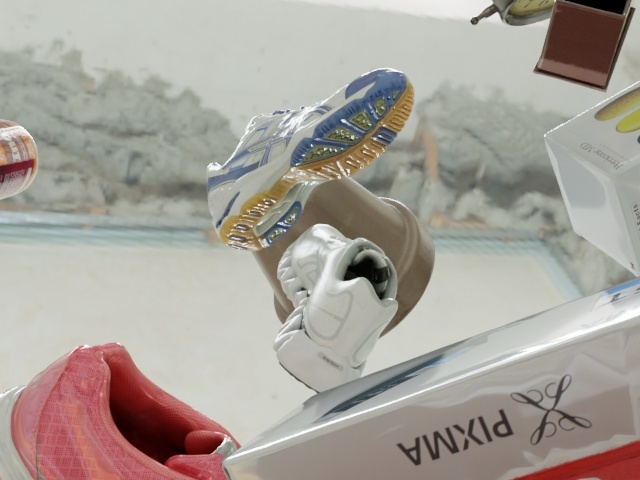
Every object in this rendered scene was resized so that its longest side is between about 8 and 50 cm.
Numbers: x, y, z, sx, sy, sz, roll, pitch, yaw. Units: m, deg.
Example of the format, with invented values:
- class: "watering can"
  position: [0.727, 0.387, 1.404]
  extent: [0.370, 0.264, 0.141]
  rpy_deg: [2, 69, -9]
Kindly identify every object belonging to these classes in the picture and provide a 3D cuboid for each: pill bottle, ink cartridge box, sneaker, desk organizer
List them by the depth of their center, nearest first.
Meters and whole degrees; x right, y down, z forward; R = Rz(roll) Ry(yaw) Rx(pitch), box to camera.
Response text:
- class: "ink cartridge box"
  position: [0.084, 0.095, 0.538]
  extent: [0.066, 0.296, 0.261]
  rpy_deg: [67, -158, 0]
- class: "desk organizer"
  position: [0.178, -0.151, 0.708]
  extent: [0.047, 0.050, 0.130]
  rpy_deg: [18, -141, 13]
- class: "sneaker"
  position: [-0.082, 0.195, 0.719]
  extent: [0.314, 0.136, 0.116]
  rpy_deg: [45, -151, -5]
- class: "sneaker"
  position: [0.026, 0.044, 1.097]
  extent: [0.110, 0.118, 0.292]
  rpy_deg: [30, -162, -14]
- class: "pill bottle"
  position: [-0.356, -0.077, 1.130]
  extent: [0.086, 0.086, 0.152]
  rpy_deg: [18, -167, 5]
- class: "sneaker"
  position: [-0.028, -0.120, 1.288]
  extent: [0.112, 0.296, 0.131]
  rpy_deg: [29, -150, -50]

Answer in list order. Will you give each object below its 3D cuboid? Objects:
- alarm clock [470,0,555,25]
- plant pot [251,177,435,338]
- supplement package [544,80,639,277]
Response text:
- class: "alarm clock"
  position: [0.203, -0.238, 0.881]
  extent: [0.129, 0.192, 0.064]
  rpy_deg: [-19, -98, -27]
- class: "plant pot"
  position: [0.000, 0.000, 1.601]
  extent: [0.229, 0.263, 0.263]
  rpy_deg: [47, -168, -36]
- class: "supplement package"
  position: [0.383, -0.092, 1.148]
  extent: [0.244, 0.134, 0.139]
  rpy_deg: [-30, -150, -7]
